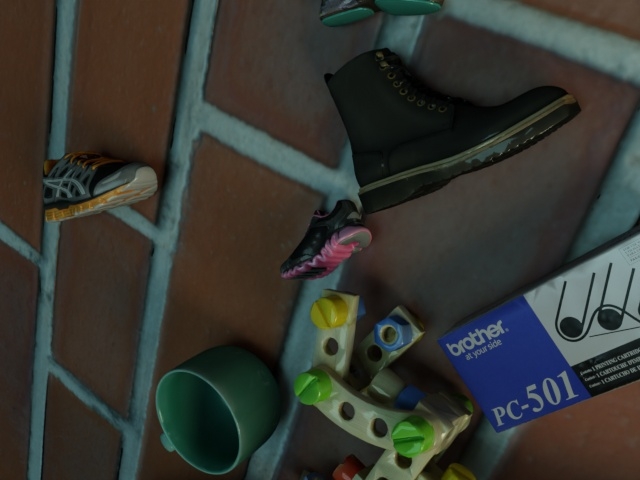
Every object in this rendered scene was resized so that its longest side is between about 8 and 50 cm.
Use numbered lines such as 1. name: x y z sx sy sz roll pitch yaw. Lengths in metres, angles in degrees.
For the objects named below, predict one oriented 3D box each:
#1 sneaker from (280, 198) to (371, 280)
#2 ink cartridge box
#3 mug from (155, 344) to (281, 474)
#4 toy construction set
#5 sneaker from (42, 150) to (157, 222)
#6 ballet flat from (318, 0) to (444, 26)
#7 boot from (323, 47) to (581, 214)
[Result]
1. sneaker: 0.000 0.000 0.629 0.119 0.047 0.057 -35 62 37
2. ink cartridge box: 0.203 0.072 0.501 0.207 0.046 0.097 -38 81 37
3. mug: -0.121 0.187 0.734 0.158 0.097 0.129 1 106 36
4. toy construction set: 0.028 0.225 0.603 0.215 0.151 0.327 39 124 26
5. sneaker: -0.284 -0.074 0.775 0.215 0.084 0.083 -8 96 37
6. ballet flat: 0.048 -0.206 0.524 0.114 0.041 0.041 4 108 33
7. boot: 0.089 -0.114 0.507 0.198 0.077 0.136 -22 87 37
